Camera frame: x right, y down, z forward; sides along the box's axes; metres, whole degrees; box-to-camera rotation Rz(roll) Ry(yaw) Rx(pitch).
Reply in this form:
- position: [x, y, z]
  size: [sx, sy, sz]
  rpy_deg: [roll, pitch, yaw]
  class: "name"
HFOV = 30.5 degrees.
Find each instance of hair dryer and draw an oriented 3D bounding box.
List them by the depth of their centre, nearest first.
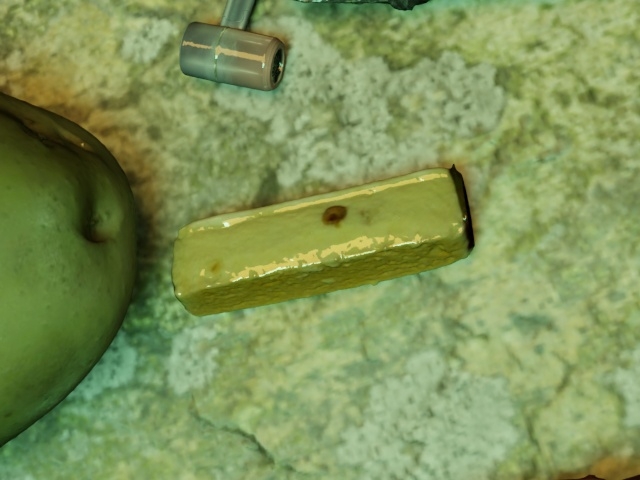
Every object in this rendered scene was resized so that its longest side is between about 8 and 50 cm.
- position: [-0.047, -0.157, 0.781]
  size: [0.063, 0.037, 0.114]
  rpy_deg: [12, 75, 13]
  class: "hair dryer"

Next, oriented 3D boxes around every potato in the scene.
- position: [-0.269, 0.036, 0.693]
  size: [0.326, 0.221, 0.243]
  rpy_deg: [-31, 76, 10]
  class: "potato"

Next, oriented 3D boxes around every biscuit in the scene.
- position: [0.000, 0.000, 0.729]
  size: [0.188, 0.052, 0.056]
  rpy_deg: [-13, 64, 9]
  class: "biscuit"

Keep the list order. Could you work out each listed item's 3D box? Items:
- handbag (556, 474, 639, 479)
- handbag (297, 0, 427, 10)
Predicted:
- position: [0.116, 0.276, 0.633]
  size: [0.260, 0.084, 0.275]
  rpy_deg: [-17, 76, 9]
  class: "handbag"
- position: [0.099, -0.235, 0.744]
  size: [0.270, 0.088, 0.175]
  rpy_deg: [-1, 87, 12]
  class: "handbag"
